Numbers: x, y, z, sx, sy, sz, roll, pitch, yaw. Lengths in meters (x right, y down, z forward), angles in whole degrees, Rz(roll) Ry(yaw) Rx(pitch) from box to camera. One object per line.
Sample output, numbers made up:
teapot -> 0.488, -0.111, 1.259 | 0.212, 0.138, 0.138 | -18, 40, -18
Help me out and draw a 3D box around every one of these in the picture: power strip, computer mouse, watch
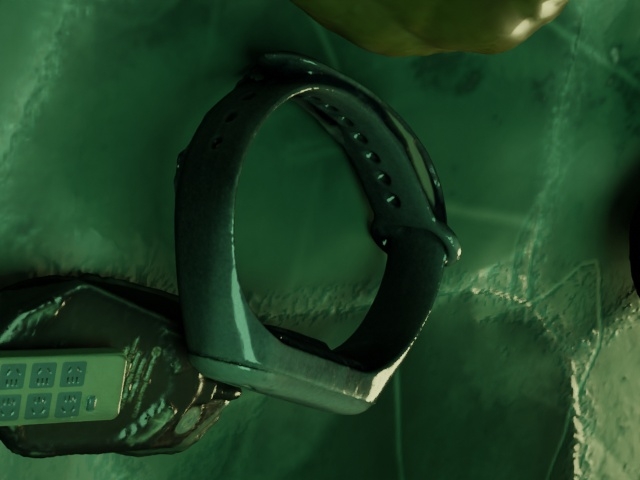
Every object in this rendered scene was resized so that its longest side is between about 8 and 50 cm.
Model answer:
power strip -> -0.145, 0.078, 0.945 | 0.090, 0.016, 0.040 | 0, 109, -35
computer mouse -> -0.133, 0.071, 1.003 | 0.192, 0.062, 0.106 | 16, 99, -42
watch -> 0.000, 0.000, 1.032 | 0.206, 0.068, 0.193 | 21, 80, -47

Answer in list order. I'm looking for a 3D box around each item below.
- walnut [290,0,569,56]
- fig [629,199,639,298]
walnut -> 0.067, -0.248, 0.870 | 0.253, 0.282, 0.277 | -13, 120, 17
fig -> 0.286, -0.004, 1.215 | 0.148, 0.202, 0.149 | -26, 132, 20
